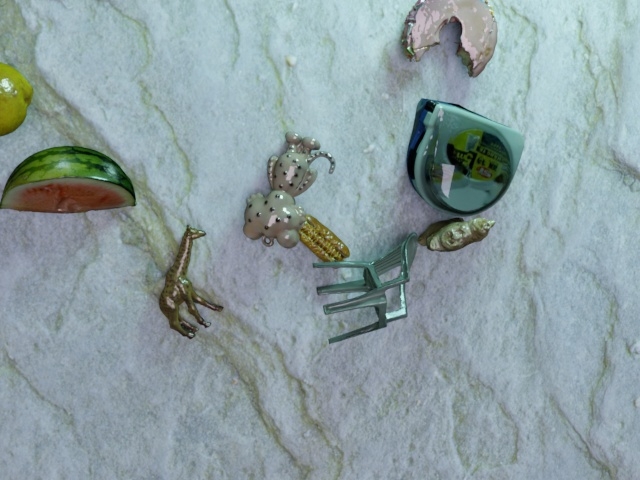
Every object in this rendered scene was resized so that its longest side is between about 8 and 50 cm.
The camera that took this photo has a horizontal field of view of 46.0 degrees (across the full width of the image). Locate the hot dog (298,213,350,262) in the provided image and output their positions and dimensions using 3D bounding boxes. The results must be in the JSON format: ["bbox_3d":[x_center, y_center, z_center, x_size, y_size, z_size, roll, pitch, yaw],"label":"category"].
[{"bbox_3d":[0.000,0.000,1.852,0.165,0.045,0.071,41,93,-16],"label":"hot dog"}]

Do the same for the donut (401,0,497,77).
[{"bbox_3d":[0.306,-0.502,1.790,0.233,0.085,0.199,13,99,-13],"label":"donut"}]

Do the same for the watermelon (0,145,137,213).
[{"bbox_3d":[-0.572,-0.152,1.694,0.303,0.159,0.128,-3,64,-12],"label":"watermelon"}]

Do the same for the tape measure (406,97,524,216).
[{"bbox_3d":[0.339,-0.195,1.834,0.259,0.138,0.262,17,98,-13],"label":"tape measure"}]

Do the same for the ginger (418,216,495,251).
[{"bbox_3d":[0.323,-0.011,1.830,0.137,0.213,0.074,-34,105,-17],"label":"ginger"}]

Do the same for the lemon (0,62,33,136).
[{"bbox_3d":[-0.716,-0.297,1.588,0.207,0.170,0.170,0,102,-17],"label":"lemon"}]

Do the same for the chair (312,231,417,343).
[{"bbox_3d":[0.127,0.105,1.821,0.275,0.190,0.203,-11,147,-5],"label":"chair"}]

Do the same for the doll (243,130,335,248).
[{"bbox_3d":[-0.079,-0.115,1.773,0.154,0.119,0.278,27,88,13],"label":"doll"}]

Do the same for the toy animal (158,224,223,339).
[{"bbox_3d":[-0.322,0.103,1.808,0.149,0.054,0.275,-14,103,-11],"label":"toy animal"}]
